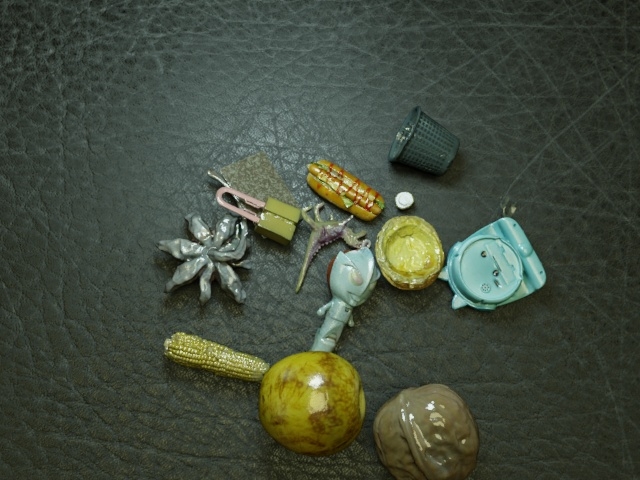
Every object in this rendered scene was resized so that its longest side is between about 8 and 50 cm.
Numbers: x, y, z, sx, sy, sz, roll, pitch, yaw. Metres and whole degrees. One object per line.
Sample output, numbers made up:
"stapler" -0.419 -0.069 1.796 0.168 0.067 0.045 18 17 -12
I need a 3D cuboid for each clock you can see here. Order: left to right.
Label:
"clock" 0.464 0.083 1.837 0.274 0.094 0.224 -27 79 -10

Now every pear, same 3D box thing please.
"pear" -0.021 0.405 1.647 0.280 0.281 0.281 1 78 -4

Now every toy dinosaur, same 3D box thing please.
"toy dinosaur" 0.002 -0.001 1.840 0.251 0.072 0.200 -27 92 -19

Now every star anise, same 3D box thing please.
"star anise" -0.304 0.020 1.777 0.316 0.139 0.359 -36 86 -19

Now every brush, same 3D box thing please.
"brush" -0.175 -0.079 1.797 0.233 0.047 0.103 24 59 -12

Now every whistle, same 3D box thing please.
"whistle" 0.061 0.156 1.782 0.133 0.142 0.346 23 88 30

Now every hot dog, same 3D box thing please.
"hot dog" 0.065 -0.146 1.871 0.250 0.076 0.104 35 79 2

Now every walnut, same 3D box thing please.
"walnut" 0.267 0.489 1.666 0.273 0.273 0.227 50 47 7

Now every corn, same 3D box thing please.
"corn" -0.275 0.310 1.745 0.288 0.086 0.087 17 77 -2

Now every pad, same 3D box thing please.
"pad" -0.160 -0.132 1.859 0.158 0.003 0.235 -29 80 -32

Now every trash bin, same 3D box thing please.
"trash bin" 0.301 -0.270 1.877 0.161 0.175 0.175 24 77 -9

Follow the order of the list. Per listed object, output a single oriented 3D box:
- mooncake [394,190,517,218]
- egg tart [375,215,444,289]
"mooncake" 0.391 -0.106 1.893 0.346 0.057 0.150 21 90 -2
"egg tart" 0.239 0.039 1.822 0.212 0.090 0.213 5 72 -16
